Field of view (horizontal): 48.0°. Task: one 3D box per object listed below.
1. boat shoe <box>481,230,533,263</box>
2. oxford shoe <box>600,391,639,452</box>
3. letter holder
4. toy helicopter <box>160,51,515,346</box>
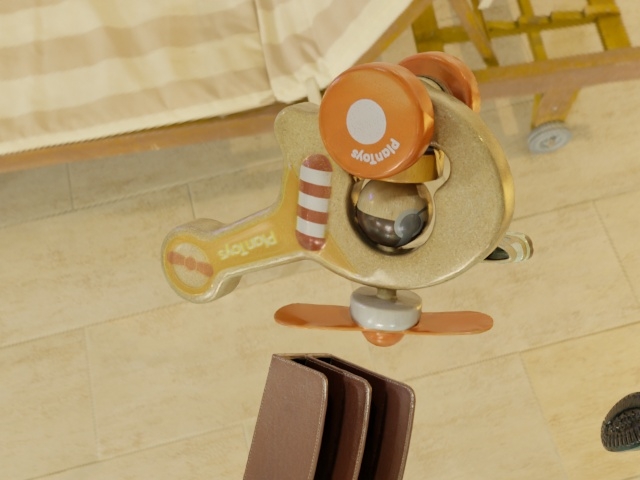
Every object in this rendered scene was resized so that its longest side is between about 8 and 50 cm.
[{"bbox_3d":[0.279,0.011,1.269,0.072,0.190,0.068,-19,100,-32],"label":"boat shoe"},{"bbox_3d":[0.482,0.247,0.984,0.096,0.227,0.083,24,52,-16],"label":"oxford shoe"},{"bbox_3d":[0.011,0.358,1.168,0.214,0.152,0.302,15,93,38],"label":"letter holder"},{"bbox_3d":[0.000,0.000,0.633,0.355,0.140,0.235,-18,97,33],"label":"toy helicopter"}]
